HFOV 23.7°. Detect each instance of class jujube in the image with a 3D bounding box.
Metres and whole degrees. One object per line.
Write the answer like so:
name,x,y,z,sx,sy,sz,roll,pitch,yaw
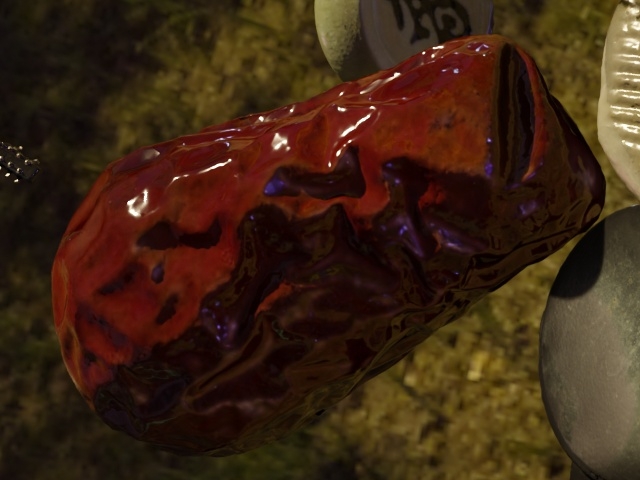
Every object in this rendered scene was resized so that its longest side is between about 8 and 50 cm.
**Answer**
jujube,0.000,0.000,0.918,0.342,0.216,0.216,-24,53,17

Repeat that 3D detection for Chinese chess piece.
Chinese chess piece,0.064,-0.170,1.130,0.058,0.144,0.144,1,78,52

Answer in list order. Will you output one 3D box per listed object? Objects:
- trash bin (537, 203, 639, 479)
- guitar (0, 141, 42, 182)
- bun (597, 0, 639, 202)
trash bin,0.336,0.092,1.117,0.203,0.301,0.252,32,110,53
guitar,-0.303,-0.104,1.175,0.233,0.025,0.088,31,68,21
bun,0.286,-0.108,0.975,0.210,0.116,0.237,11,84,46
